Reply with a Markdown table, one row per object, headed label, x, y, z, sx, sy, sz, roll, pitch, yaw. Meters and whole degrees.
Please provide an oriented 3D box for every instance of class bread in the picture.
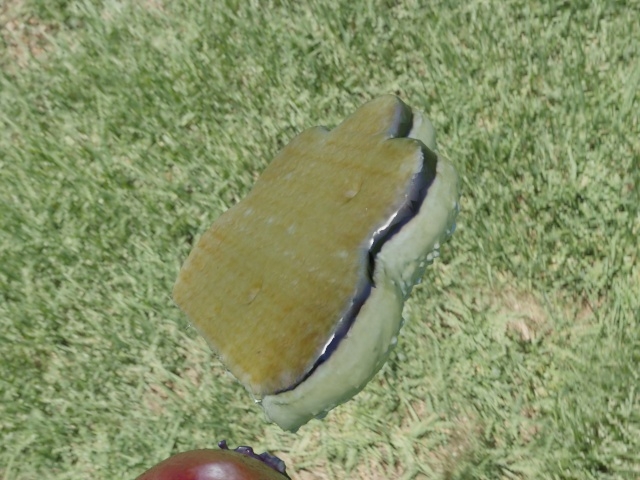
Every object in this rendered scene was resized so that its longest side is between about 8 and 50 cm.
| label | x | y | z | sx | sy | sz | roll | pitch | yaw |
| --- | --- | --- | --- | --- | --- | --- | --- | --- | --- |
| bread | 0.000 | 0.000 | 0.576 | 0.207 | 0.056 | 0.286 | -50 | 24 | -1 |

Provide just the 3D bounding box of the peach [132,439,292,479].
| label | x | y | z | sx | sy | sz | roll | pitch | yaw |
| --- | --- | --- | --- | --- | --- | --- | --- | --- | --- |
| peach | -0.144 | 0.516 | 1.441 | 0.353 | 0.416 | 0.339 | 38 | 95 | 30 |
